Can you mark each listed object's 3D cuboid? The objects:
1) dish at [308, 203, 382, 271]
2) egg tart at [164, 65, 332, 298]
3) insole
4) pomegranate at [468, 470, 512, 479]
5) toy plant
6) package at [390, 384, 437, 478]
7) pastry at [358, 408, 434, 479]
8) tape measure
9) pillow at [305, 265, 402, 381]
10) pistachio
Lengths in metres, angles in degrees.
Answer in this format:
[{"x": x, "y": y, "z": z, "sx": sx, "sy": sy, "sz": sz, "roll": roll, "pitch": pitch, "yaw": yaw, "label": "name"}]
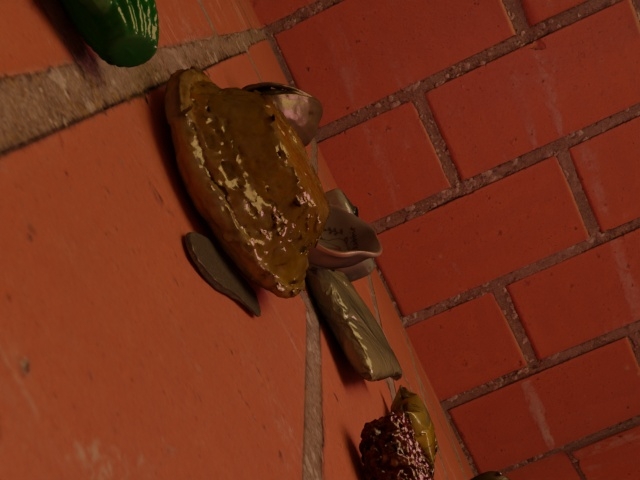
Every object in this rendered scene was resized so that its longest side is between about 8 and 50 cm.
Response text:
[{"x": 0.000, "y": 0.000, "z": 1.324, "sx": 0.229, "sy": 0.081, "sz": 0.229, "roll": 19, "pitch": 23, "yaw": -9, "label": "dish"}, {"x": -0.081, "y": -0.085, "z": 0.940, "sx": 0.341, "sy": 0.132, "sz": 0.341, "roll": 61, "pitch": 8, "yaw": -15, "label": "egg tart"}, {"x": -0.111, "y": 0.041, "z": 0.821, "sx": 0.192, "sy": 0.010, "sz": 0.063, "roll": 56, "pitch": 13, "yaw": -58, "label": "insole"}, {"x": 0.400, "y": 0.679, "z": 1.508, "sx": 0.309, "sy": 0.216, "sz": 0.358, "roll": 61, "pitch": -14, "yaw": -3, "label": "pomegranate"}, {"x": -0.228, "y": -0.281, "z": 0.720, "sx": 0.154, "sy": 0.088, "sz": 0.240, "roll": 54, "pitch": 10, "yaw": -53, "label": "toy plant"}, {"x": 0.209, "y": 0.429, "z": 1.586, "sx": 0.226, "sy": 0.090, "sz": 0.168, "roll": -33, "pitch": 102, "yaw": -80, "label": "package"}, {"x": 0.121, "y": 0.370, "z": 1.084, "sx": 0.208, "sy": 0.097, "sz": 0.115, "roll": 70, "pitch": 12, "yaw": 19, "label": "pastry"}, {"x": 0.063, "y": -0.018, "z": 1.848, "sx": 0.246, "sy": 0.125, "sz": 0.243, "roll": 67, "pitch": 7, "yaw": 13, "label": "tape measure"}, {"x": 0.059, "y": 0.165, "z": 1.426, "sx": 0.274, "sy": 0.076, "sz": 0.281, "roll": 59, "pitch": 9, "yaw": 17, "label": "pillow"}, {"x": -0.087, "y": -0.277, "z": 1.567, "sx": 0.238, "sy": 0.153, "sz": 0.137, "roll": 6, "pitch": 46, "yaw": -51, "label": "pistachio"}]
